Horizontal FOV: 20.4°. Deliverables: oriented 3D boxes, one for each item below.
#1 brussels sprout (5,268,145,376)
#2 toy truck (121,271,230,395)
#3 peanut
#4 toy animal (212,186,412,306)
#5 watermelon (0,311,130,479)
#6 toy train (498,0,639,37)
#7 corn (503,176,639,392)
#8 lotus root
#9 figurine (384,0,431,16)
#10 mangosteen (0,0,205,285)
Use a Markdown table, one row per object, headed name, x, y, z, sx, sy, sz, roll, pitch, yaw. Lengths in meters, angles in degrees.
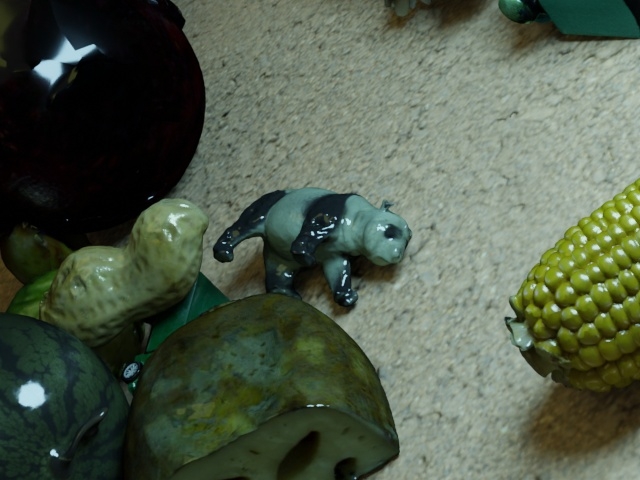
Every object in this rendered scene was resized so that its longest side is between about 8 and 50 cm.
| name | x | y | z | sx | sy | sz | roll | pitch | yaw |
| --- | --- | --- | --- | --- | --- | --- | --- | --- | --- |
| brussels sprout | -0.289 | 0.101 | 2.040 | 0.145 | 0.131 | 0.183 | 1 | 56 | 42 |
| toy truck | -0.158 | 0.115 | 1.937 | 0.079 | 0.065 | 0.147 | -18 | 41 | 32 |
| peanut | -0.209 | 0.040 | 1.918 | 0.229 | 0.103 | 0.098 | -32 | 54 | 13 |
| toy animal | 0.000 | 0.000 | 1.863 | 0.225 | 0.094 | 0.121 | 1 | 46 | 51 |
| watermelon | -0.332 | 0.213 | 1.829 | 0.359 | 0.279 | 0.279 | -4 | 51 | 55 |
| toy train | 0.305 | -0.344 | 1.858 | 0.194 | 0.120 | 0.298 | 10 | 63 | 45 |
| corn | 0.323 | -0.014 | 1.460 | 0.387 | 0.144 | 0.144 | -37 | 34 | 10 |
| lotus root | -0.079 | 0.149 | 1.740 | 0.267 | 0.149 | 0.260 | -33 | 36 | 16 |
| figurine | 0.089 | -0.385 | 2.092 | 0.387 | 0.166 | 0.207 | 45 | 117 | 56 |
| mangosteen | -0.333 | -0.155 | 2.152 | 0.381 | 0.381 | 0.421 | 8 | 69 | 52 |
